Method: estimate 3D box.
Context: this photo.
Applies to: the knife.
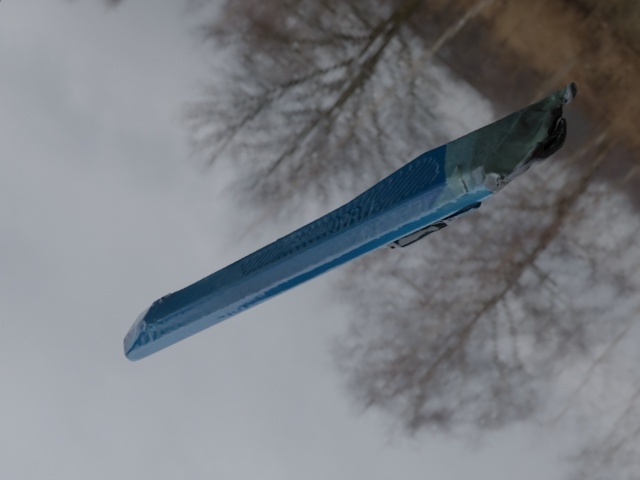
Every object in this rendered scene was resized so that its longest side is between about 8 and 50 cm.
[{"bbox_3d":[0.002,0.001,0.640,0.026,0.296,0.044,36,-135,-32],"label":"knife"}]
